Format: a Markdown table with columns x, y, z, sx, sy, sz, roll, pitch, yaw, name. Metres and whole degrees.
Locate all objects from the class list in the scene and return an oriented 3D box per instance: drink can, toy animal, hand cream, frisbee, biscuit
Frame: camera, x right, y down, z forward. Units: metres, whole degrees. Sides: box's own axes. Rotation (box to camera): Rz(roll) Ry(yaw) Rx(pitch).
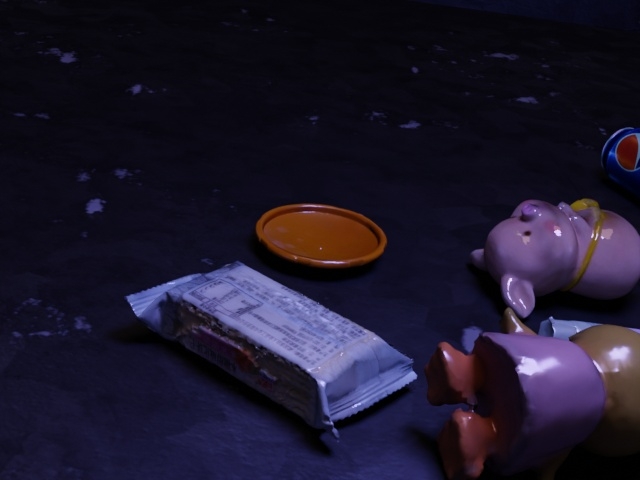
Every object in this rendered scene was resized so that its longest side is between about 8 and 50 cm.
| x | y | z | sx | sy | sz | roll | pitch | yaw | name |
| --- | --- | --- | --- | --- | --- | --- | --- | --- | --- |
| 0.601 | -0.122 | 1.753 | 0.118 | 0.118 | 0.205 | -5 | 28 | -25 | drink can |
| 0.265 | 0.162 | 1.046 | 0.281 | 0.169 | 0.195 | 1 | 70 | -25 | toy animal |
| 0.381 | 0.135 | 1.260 | 0.205 | 0.050 | 0.078 | 7 | 27 | -12 | hand cream |
| 0.000 | 0.000 | 1.421 | 0.192 | 0.035 | 0.192 | 7 | 26 | -3 | frisbee |
| -0.054 | 0.109 | 1.144 | 0.309 | 0.079 | 0.186 | 24 | 28 | 28 | biscuit |
| 0.352 | 0.014 | 1.387 | 0.248 | 0.149 | 0.165 | -4 | 15 | -9 | toy animal |
